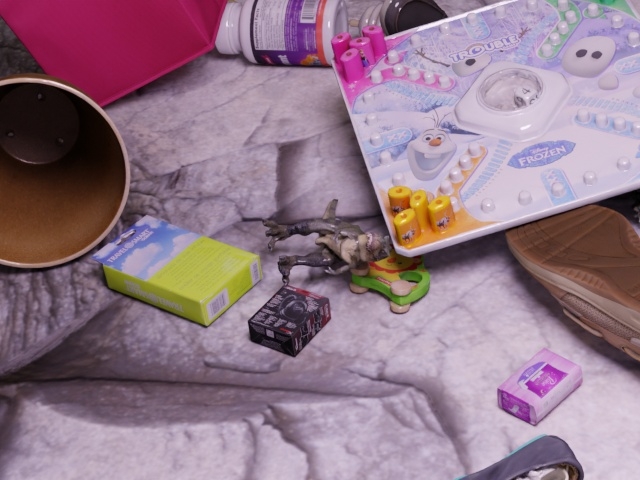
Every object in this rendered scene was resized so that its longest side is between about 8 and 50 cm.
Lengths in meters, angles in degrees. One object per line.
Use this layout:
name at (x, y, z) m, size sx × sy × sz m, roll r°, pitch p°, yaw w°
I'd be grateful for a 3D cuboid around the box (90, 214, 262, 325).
box at (-0.172, 0.033, 1.458) m, size 0.178 × 0.042 × 0.109 m, roll 19°, pitch 42°, yaw 32°

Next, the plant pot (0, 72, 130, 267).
plant pot at (-0.368, -0.120, 1.578) m, size 0.237 × 0.237 × 0.254 m, roll -11°, pitch 22°, yaw -6°

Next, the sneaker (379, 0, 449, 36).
sneaker at (0.178, -0.268, 1.689) m, size 0.083 × 0.222 × 0.118 m, roll -54°, pitch 48°, yaw 5°

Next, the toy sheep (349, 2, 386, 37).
toy sheep at (0.102, -0.320, 1.864) m, size 0.132 × 0.091 × 0.091 m, roll 11°, pitch 39°, yaw 24°

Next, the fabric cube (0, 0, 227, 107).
fabric cube at (-0.312, -0.391, 1.823) m, size 0.254 × 0.258 × 0.259 m, roll -25°, pitch 31°, yaw 20°

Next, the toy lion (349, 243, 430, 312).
toy lion at (0.088, 0.037, 1.423) m, size 0.100 × 0.034 × 0.096 m, roll 26°, pitch 39°, yaw 37°

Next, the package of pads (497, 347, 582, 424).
package of pads at (0.223, 0.147, 1.241) m, size 0.050 × 0.032 × 0.083 m, roll 25°, pitch 46°, yaw 39°

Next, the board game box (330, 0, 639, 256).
board game box at (0.231, -0.182, 1.485) m, size 0.389 × 0.050 × 0.390 m, roll -17°, pitch 45°, yaw 1°

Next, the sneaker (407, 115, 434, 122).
sneaker at (0.118, -0.154, 1.597) m, size 0.147 × 0.130 × 0.330 m, roll -22°, pitch 38°, yaw -24°

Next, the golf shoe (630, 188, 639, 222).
golf shoe at (0.417, -0.076, 1.464) m, size 0.120 × 0.105 × 0.273 m, roll -13°, pitch 36°, yaw -20°

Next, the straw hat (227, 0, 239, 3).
straw hat at (-0.204, -0.411, 2.068) m, size 0.144 × 0.061 × 0.144 m, roll -5°, pitch 36°, yaw 3°

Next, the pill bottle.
pill bottle at (-0.061, -0.325, 1.882) m, size 0.193 × 0.108 × 0.108 m, roll 4°, pitch 37°, yaw 16°

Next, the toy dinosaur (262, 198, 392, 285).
toy dinosaur at (0.000, 0.000, 1.430) m, size 0.118 × 0.064 × 0.268 m, roll -12°, pitch 15°, yaw -11°

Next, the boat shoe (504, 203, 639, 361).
boat shoe at (0.306, 0.057, 1.290) m, size 0.121 × 0.110 × 0.341 m, roll -24°, pitch 28°, yaw -12°

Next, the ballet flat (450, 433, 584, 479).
ballet flat at (0.155, 0.238, 1.097) m, size 0.203 × 0.074 × 0.074 m, roll -23°, pitch 38°, yaw -24°

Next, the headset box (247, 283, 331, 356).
headset box at (-0.032, 0.086, 1.369) m, size 0.062 × 0.032 × 0.083 m, roll 16°, pitch 41°, yaw 29°
